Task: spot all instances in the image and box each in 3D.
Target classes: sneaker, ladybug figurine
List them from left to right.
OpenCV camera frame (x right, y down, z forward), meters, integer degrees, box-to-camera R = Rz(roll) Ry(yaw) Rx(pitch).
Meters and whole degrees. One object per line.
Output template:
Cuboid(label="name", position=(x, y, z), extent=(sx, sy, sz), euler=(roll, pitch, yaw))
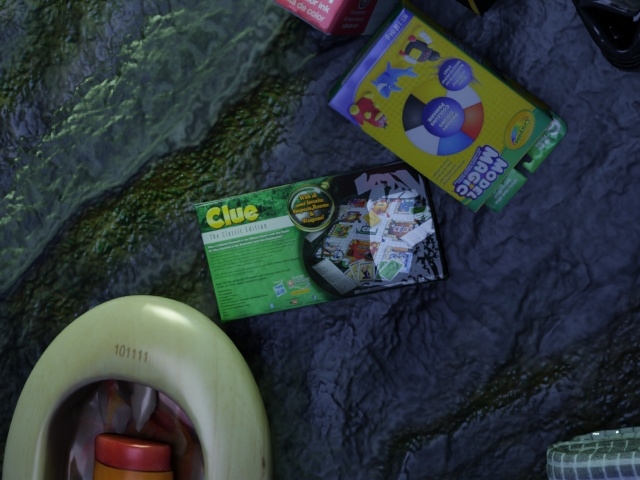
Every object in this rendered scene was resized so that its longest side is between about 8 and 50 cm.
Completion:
Cuboid(label="ladybug figurine", position=(-0.188, 0.275, 1.817), extent=(0.305, 0.162, 0.449), euler=(12, 100, 15))
Cuboid(label="sneaker", position=(0.293, -0.281, 1.618), extent=(0.087, 0.130, 0.227), euler=(0, 91, 17))

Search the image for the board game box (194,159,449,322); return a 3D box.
Cuboid(label="board game box", position=(0.000, 0.000, 1.796), extent=(0.259, 0.030, 0.136), euler=(-11, 96, 18))

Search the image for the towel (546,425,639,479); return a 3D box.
Cuboid(label="towel", position=(0.363, 0.298, 1.627), extent=(0.283, 0.121, 0.235), euler=(-11, 90, 42))

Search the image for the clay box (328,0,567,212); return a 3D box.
Cuboid(label="clay box", position=(0.133, -0.127, 1.692), extent=(0.222, 0.053, 0.127), euler=(35, 108, -11))

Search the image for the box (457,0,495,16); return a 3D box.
Cuboid(label="box", position=(0.193, -0.391, 1.521), extent=(0.079, 0.257, 0.322), euler=(37, 87, 20))

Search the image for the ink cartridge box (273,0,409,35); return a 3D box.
Cuboid(label="ink cartridge box", position=(0.064, -0.358, 1.627), extent=(0.131, 0.226, 0.306), euler=(36, 107, 12))
